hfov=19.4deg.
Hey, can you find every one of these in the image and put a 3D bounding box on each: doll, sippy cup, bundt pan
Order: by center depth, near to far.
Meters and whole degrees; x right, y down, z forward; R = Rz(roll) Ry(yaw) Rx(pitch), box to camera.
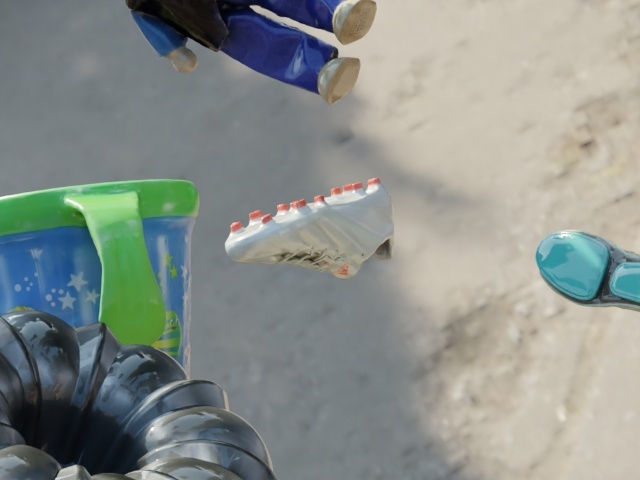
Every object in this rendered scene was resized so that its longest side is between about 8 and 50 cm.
[{"bbox_3d":[-0.060,-0.152,1.104,0.189,0.129,0.046,24,27,18],"label":"doll"},{"bbox_3d":[-0.167,0.152,1.209,0.124,0.331,0.331,-68,27,22],"label":"bundt pan"},{"bbox_3d":[-0.217,0.070,1.729,0.240,0.224,0.305,-9,-3,14],"label":"sippy cup"}]

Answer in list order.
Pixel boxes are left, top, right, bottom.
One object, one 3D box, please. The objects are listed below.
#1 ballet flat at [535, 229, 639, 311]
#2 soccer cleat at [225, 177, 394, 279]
[{"bbox_3d":[0.232,0.033,1.426,0.168,0.052,0.057,22,88,54],"label":"ballet flat"},{"bbox_3d":[0.000,0.000,1.555,0.068,0.076,0.196,-13,3,41],"label":"soccer cleat"}]
